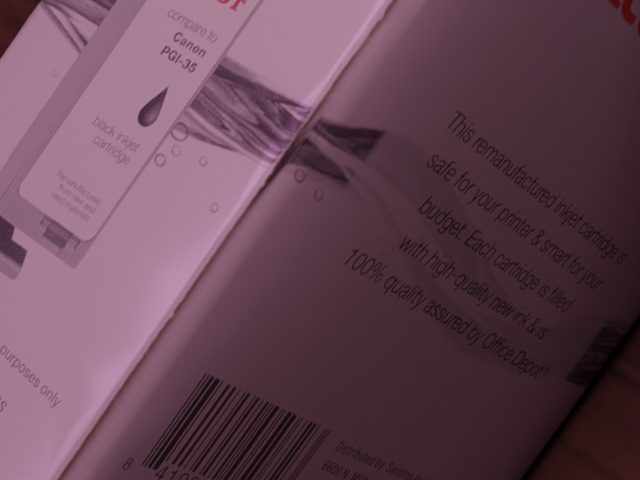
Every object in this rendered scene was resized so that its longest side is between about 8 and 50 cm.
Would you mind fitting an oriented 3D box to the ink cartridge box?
[{"bbox_3d":[0.000,0.000,0.549,0.117,0.207,0.283,37,93,37],"label":"ink cartridge box"}]
